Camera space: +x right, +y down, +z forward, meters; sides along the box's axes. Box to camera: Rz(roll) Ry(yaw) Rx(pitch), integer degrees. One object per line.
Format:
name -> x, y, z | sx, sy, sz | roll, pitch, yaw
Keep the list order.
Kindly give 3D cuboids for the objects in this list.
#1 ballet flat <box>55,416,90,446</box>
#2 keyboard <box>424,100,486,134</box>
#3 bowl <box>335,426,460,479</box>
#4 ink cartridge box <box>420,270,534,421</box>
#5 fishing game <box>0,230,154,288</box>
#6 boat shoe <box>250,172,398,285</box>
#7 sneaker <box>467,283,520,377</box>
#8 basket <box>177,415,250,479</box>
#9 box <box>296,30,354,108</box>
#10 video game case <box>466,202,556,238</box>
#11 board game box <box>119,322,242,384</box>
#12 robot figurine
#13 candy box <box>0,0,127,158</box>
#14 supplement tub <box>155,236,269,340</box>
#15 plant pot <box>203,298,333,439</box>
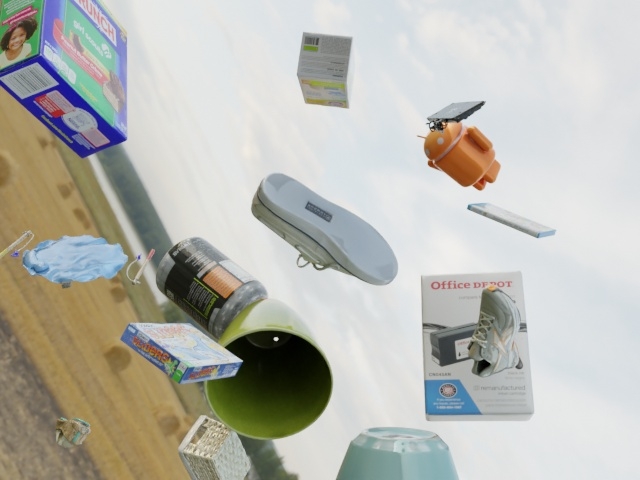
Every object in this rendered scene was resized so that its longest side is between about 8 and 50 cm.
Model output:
ballet flat -> -0.628, 0.479, 1.831 | 0.073, 0.067, 0.206 | 34, -26, -15
keyboard -> 0.260, -0.238, 1.455 | 0.038, 0.100, 0.192 | 61, -1, -11
bowl -> 0.176, 0.516, 1.666 | 0.311, 0.312, 0.163 | 156, -64, -78
ink cartridge box -> 0.426, 0.293, 2.045 | 0.166, 0.285, 0.395 | 65, 23, -67
fishing game -> -0.447, 0.041, 1.349 | 0.189, 0.264, 0.041 | -86, -176, -66
boat shoe -> -0.005, 0.005, 1.672 | 0.367, 0.136, 0.156 | 32, -40, -6
sneaker -> 0.407, 0.229, 1.773 | 0.099, 0.121, 0.262 | 36, -34, 53
basket -> -0.248, 0.518, 1.755 | 0.103, 0.113, 0.167 | 7, -49, 27
box -> 0.017, -0.380, 1.665 | 0.203, 0.114, 0.103 | 64, 33, -82
video game case -> 0.411, -0.045, 1.583 | 0.166, 0.119, 0.015 | 26, -72, 30
board game box -> -0.236, 0.193, 1.282 | 0.136, 0.035, 0.201 | 31, 4, 19
robot figurine -> 0.349, -0.219, 1.857 | 0.219, 0.128, 0.158 | 38, 1, -11
candy box -> -0.495, -0.370, 1.442 | 0.268, 0.122, 0.317 | 52, 23, -56
supplement tub -> -0.276, 0.145, 1.990 | 0.316, 0.193, 0.193 | 36, -23, 24
plant pot -> -0.121, 0.254, 1.690 | 0.293, 0.275, 0.274 | -103, 171, -68
